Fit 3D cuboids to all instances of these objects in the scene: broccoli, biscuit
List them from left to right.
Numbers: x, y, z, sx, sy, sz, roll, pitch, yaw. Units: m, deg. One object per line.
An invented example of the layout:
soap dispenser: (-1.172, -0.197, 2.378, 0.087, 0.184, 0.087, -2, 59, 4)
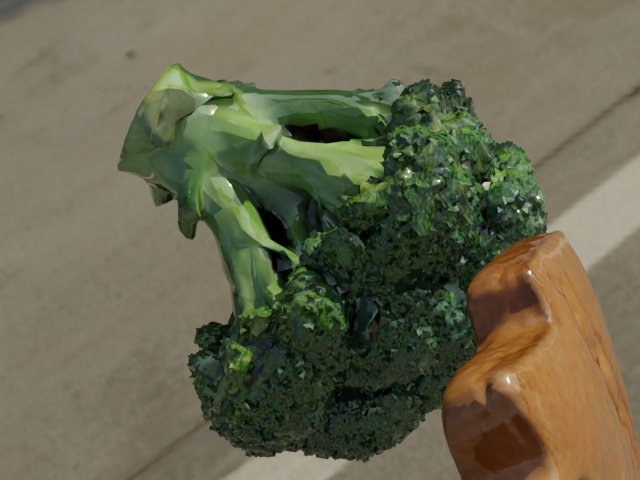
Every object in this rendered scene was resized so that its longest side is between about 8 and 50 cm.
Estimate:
broccoli: (0.000, 0.000, 0.806, 0.270, 0.270, 0.270, -53, 5, 7)
biscuit: (0.100, 0.117, 0.492, 0.043, 0.284, 0.306, -15, 50, 20)
